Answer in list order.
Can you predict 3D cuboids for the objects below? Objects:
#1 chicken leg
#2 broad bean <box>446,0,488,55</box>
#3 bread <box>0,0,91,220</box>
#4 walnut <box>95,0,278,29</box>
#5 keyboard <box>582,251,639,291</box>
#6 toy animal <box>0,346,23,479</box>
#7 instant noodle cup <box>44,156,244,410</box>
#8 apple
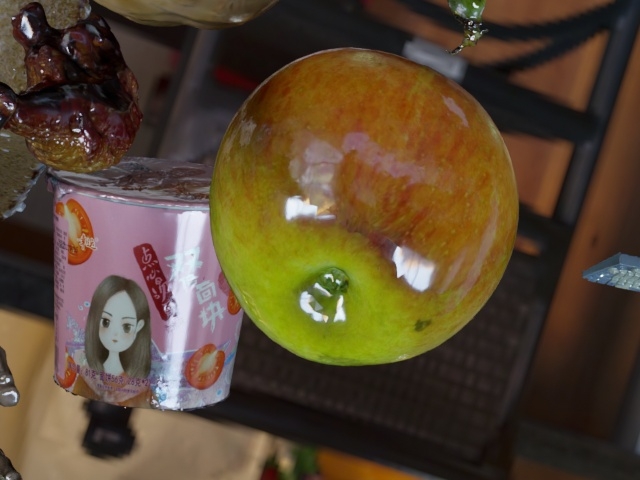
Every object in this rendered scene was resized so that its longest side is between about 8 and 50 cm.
[{"bbox_3d":[-0.135,-0.074,0.978,0.089,0.048,0.219,41,-163,-13],"label":"chicken leg"},{"bbox_3d":[0.060,-0.247,1.433,0.227,0.069,0.039,52,161,4],"label":"broad bean"},{"bbox_3d":[-0.311,-0.136,1.851,0.113,0.165,0.416,10,168,-15],"label":"bread"},{"bbox_3d":[-0.109,-0.313,1.238,0.344,0.306,0.306,38,166,-33],"label":"walnut"},{"bbox_3d":[0.309,0.038,1.590,0.176,0.014,0.055,12,160,-26],"label":"keyboard"},{"bbox_3d":[-0.249,0.168,1.363,0.094,0.214,0.186,-5,174,-18],"label":"toy animal"},{"bbox_3d":[-0.180,0.044,1.990,0.243,0.231,0.243,6,-169,-1],"label":"instant noodle cup"},{"bbox_3d":[0.023,-0.016,1.166,0.196,0.196,0.196,18,176,1],"label":"apple"}]
